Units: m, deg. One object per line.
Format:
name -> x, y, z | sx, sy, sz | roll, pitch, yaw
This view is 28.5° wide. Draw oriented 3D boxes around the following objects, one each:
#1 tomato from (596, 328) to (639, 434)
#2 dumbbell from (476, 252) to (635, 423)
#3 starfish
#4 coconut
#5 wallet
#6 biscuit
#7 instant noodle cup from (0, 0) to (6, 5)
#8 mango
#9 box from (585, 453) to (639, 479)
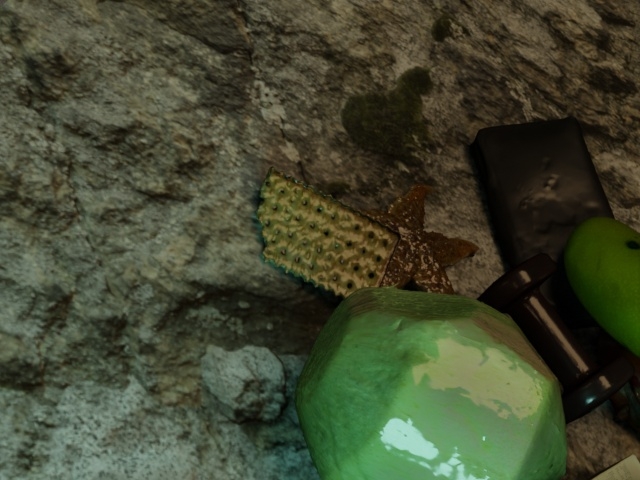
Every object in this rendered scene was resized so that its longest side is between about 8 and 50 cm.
tomato -> 0.574, 0.197, 1.898 | 0.309, 0.170, 0.309 | 22, 46, -25
dumbbell -> 0.325, 0.139, 1.772 | 0.140, 0.124, 0.225 | -28, 77, -42
starfish -> 0.135, 0.018, 1.769 | 0.299, 0.060, 0.302 | 45, 40, 3
coconut -> 0.137, 0.201, 1.449 | 0.328, 0.328, 0.281 | 32, 71, -15
wallet -> 0.364, -0.029, 1.954 | 0.197, 0.051, 0.377 | -8, 60, -12
biscuit -> 0.000, 0.000, 1.666 | 0.203, 0.016, 0.144 | 25, 59, -5
instant noodle cup -> -0.490, -0.401, 1.491 | 0.255, 0.244, 0.244 | 42, 40, 9
mango -> 0.466, 0.072, 1.801 | 0.175, 0.143, 0.293 | -30, 56, -25
box -> 0.396, 0.407, 1.637 | 0.168, 0.095, 0.212 | -15, 69, -44
